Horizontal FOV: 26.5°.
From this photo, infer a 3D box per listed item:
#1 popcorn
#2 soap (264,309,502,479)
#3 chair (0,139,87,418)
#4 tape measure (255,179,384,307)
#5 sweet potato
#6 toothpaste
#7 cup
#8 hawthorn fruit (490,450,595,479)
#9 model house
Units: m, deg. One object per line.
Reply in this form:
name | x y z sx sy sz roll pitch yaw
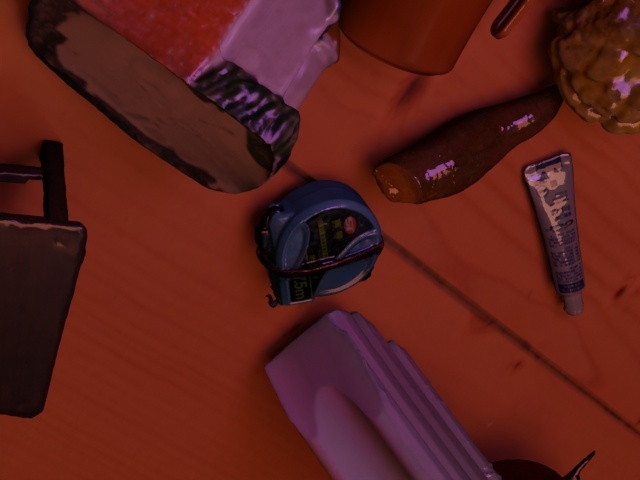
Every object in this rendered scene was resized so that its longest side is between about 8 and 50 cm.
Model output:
popcorn | 0.333 -0.201 1.459 0.173 0.173 0.142 -60 156 15
soap | 0.093 0.246 1.540 0.115 0.347 0.208 -42 160 14
chair | -0.329 0.062 1.196 0.241 0.416 0.203 9 114 -24
tape measure | 0.000 0.000 1.491 0.146 0.081 0.125 -14 124 -14
sweet potato | 0.171 -0.102 1.504 0.244 0.077 0.077 -26 123 -18
toothpaste | 0.289 -0.003 1.628 0.062 0.037 0.216 -21 118 -9
cup | 0.143 -0.299 1.338 0.226 0.182 0.264 12 119 -25
hawthorn fruit | 0.264 0.385 1.700 0.254 0.254 0.300 29 104 -31
model house | -0.086 -0.236 1.292 0.271 0.190 0.301 36 75 -5
